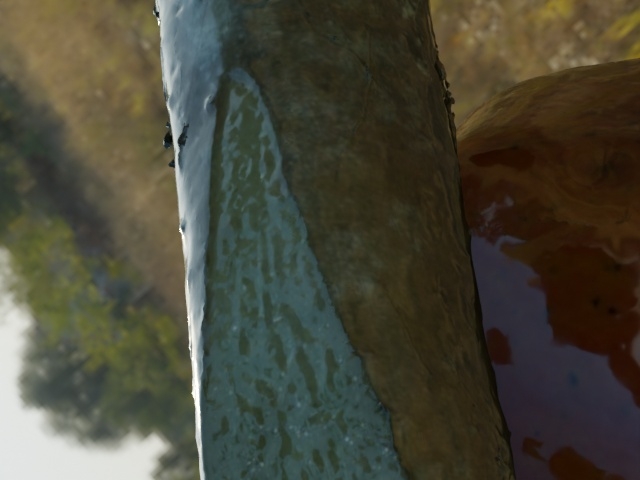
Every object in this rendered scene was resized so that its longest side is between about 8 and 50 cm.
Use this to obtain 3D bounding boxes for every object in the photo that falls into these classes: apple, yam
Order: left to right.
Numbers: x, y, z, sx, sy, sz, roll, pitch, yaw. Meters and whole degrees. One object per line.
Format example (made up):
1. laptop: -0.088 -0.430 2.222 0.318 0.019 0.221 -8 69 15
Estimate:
1. yam: 0.000 0.000 0.363 0.068 0.068 0.169 58 -159 -55
2. apple: 0.199 0.080 0.849 0.365 0.328 0.295 18 153 3
